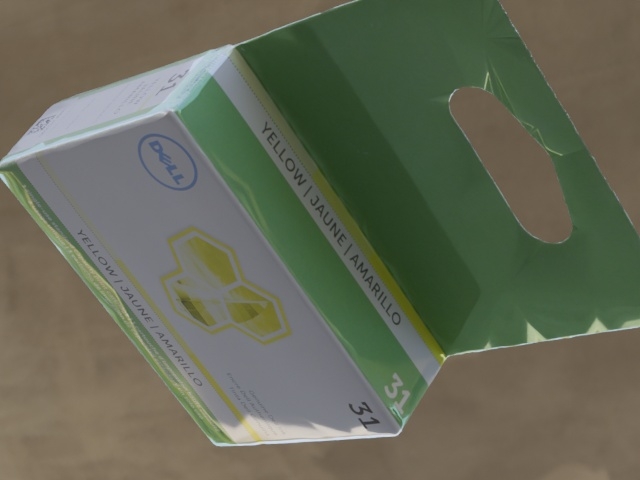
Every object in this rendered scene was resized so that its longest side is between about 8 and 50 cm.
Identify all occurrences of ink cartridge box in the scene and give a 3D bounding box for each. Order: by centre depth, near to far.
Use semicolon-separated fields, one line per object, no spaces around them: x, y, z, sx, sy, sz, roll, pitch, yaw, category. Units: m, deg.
0.000;0.000;0.616;0.235;0.056;0.171;-11;-58;45;ink cartridge box
